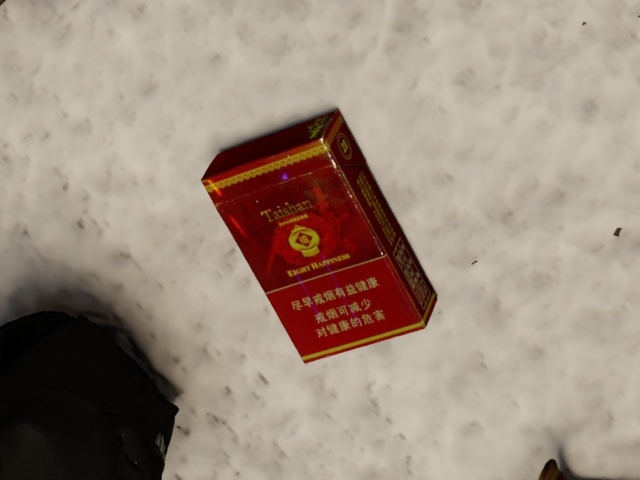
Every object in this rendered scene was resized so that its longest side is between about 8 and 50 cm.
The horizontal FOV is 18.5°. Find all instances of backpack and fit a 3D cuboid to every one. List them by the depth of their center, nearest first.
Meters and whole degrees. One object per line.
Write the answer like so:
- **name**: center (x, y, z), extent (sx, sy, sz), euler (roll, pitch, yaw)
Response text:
- **backpack**: center (-0.107, 0.096, 0.696), extent (0.106, 0.165, 0.120), euler (46, 117, -5)

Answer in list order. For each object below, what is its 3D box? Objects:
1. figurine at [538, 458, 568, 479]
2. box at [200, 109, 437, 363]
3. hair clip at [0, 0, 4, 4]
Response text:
- **figurine**: center (0.090, 0.144, 0.728), extent (0.098, 0.082, 0.154), euler (9, 124, 35)
- **box**: center (0.000, 0.000, 0.692), extent (0.051, 0.023, 0.082), euler (-19, 112, 25)
- **hair clip**: center (-0.141, -0.115, 0.646), extent (0.106, 0.084, 0.292), euler (27, 121, -21)
